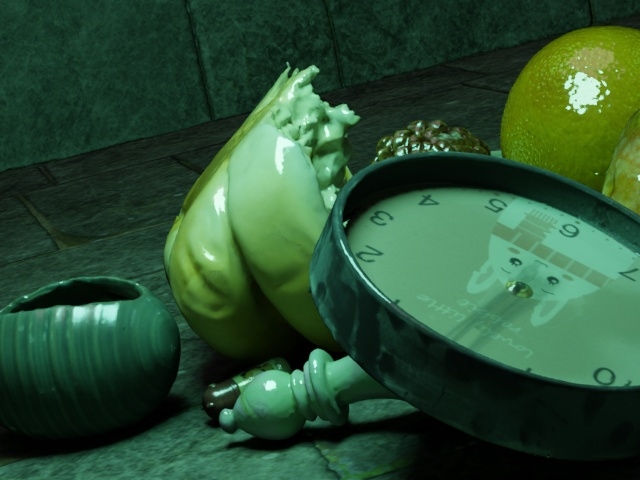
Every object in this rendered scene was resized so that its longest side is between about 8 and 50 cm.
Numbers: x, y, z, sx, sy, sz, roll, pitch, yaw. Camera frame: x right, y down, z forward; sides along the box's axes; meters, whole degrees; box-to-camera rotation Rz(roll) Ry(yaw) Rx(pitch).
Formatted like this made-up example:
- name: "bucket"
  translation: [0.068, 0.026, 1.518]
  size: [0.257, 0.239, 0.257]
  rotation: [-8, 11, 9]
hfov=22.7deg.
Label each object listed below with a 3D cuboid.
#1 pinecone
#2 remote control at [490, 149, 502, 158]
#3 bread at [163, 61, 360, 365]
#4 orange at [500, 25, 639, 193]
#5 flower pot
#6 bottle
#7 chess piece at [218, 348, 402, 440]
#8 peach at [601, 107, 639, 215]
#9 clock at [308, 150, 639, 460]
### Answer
- name: "pinecone"
  translation: [0.162, -0.073, 2.151]
  size: [0.168, 0.185, 0.212]
  rotation: [-47, -16, 20]
- name: "remote control"
  translation: [0.282, -0.090, 2.313]
  size: [0.310, 0.090, 0.038]
  rotation: [-5, 28, 29]
- name: "bread"
  translation: [-0.056, -0.026, 1.812]
  size: [0.245, 0.328, 0.424]
  rotation: [-11, 15, 4]
- name: "orange"
  translation: [0.369, -0.145, 2.094]
  size: [0.274, 0.274, 0.274]
  rotation: [-11, 13, 3]
- name: "flower pot"
  translation: [-0.268, 0.129, 1.734]
  size: [0.243, 0.157, 0.189]
  rotation: [-5, 16, 22]
- name: "bottle"
  translation: [-0.077, 0.159, 1.680]
  size: [0.101, 0.047, 0.063]
  rotation: [-19, 25, -24]
- name: "chess piece"
  translation: [0.024, 0.137, 1.563]
  size: [0.272, 0.139, 0.139]
  rotation: [-19, 11, 15]
- name: "peach"
  translation: [0.398, -0.047, 1.727]
  size: [0.214, 0.235, 0.214]
  rotation: [-19, 7, 2]
- name: "clock"
  translation: [0.180, 0.046, 1.451]
  size: [0.386, 0.076, 0.386]
  rotation: [13, 31, -8]
